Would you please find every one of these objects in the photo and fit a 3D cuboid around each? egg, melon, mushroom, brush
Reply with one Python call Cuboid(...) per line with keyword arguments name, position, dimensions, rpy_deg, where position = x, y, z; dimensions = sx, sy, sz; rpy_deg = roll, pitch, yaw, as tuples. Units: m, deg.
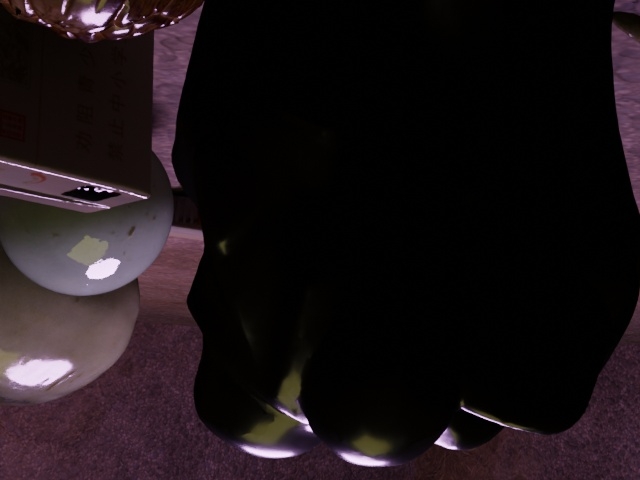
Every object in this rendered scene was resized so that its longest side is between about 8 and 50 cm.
Cuboid(name="egg", position=(-0.204, -0.028, 0.901), dimensions=(0.149, 0.149, 0.192), rpy_deg=(8, 162, -27))
Cuboid(name="melon", position=(-0.338, 0.053, 1.128), dimensions=(0.308, 0.272, 0.271), rpy_deg=(20, 163, -34))
Cuboid(name="mushroom", position=(-0.103, -0.129, 0.461), dimensions=(0.109, 0.085, 0.126), rpy_deg=(-10, 178, 42))
Cuboid(name="brush", position=(-0.205, -0.032, 1.215), dimensions=(0.321, 0.050, 0.060), rpy_deg=(6, 176, 31))

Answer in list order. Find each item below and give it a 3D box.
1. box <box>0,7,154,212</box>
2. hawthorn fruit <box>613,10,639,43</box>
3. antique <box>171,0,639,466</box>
Cuboid(name="box", position=(-0.174, -0.099, 0.502), dimensions=(0.058, 0.141, 0.201), rpy_deg=(-11, 165, 39))
Cuboid(name="hawthorn fruit", position=(0.262, -0.057, 0.560), dimensions=(0.251, 0.199, 0.199), rpy_deg=(34, 167, -3))
Cuboid(name="antique", position=(0.054, -0.026, 0.492), dimensions=(0.185, 0.255, 0.322), rpy_deg=(-1, 171, 36))
